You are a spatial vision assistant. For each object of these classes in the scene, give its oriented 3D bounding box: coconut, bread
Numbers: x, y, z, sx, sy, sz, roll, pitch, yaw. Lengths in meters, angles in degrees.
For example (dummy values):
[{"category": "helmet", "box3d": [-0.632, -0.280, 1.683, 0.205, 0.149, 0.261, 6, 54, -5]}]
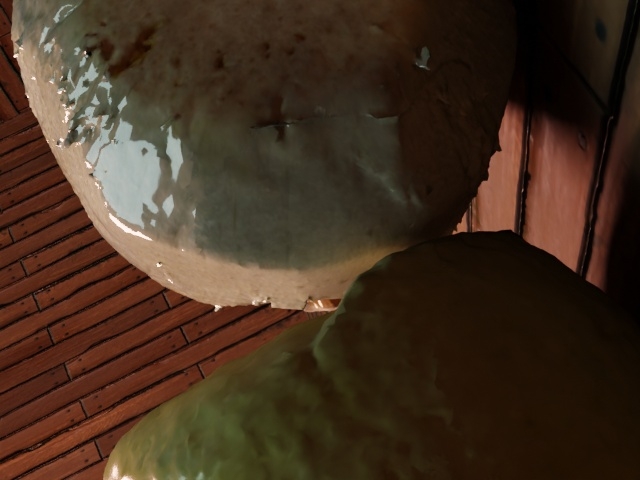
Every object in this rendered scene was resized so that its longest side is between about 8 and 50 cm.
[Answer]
[{"category": "coconut", "box3d": [-0.024, -0.080, 0.558, 0.245, 0.245, 0.247, 62, 174, 16]}, {"category": "bread", "box3d": [0.056, 0.152, 0.530, 0.320, 0.320, 0.237, 74, 177, -60]}]

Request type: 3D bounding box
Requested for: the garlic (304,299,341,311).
[{"category": "garlic", "box3d": [-0.003, -0.013, 1.364, 0.128, 0.090, 0.198, 54, 144, 36]}]
